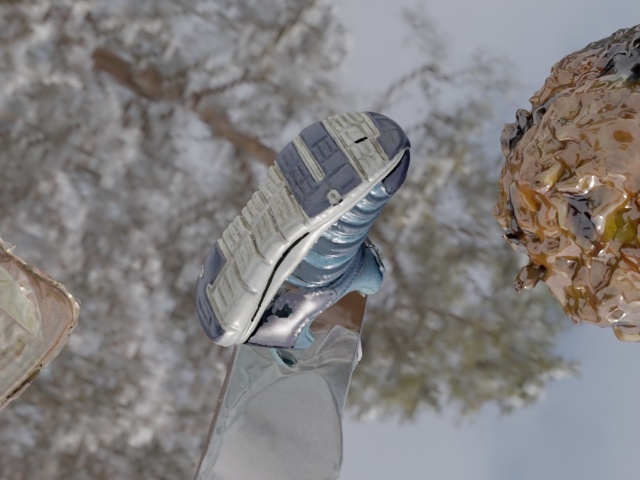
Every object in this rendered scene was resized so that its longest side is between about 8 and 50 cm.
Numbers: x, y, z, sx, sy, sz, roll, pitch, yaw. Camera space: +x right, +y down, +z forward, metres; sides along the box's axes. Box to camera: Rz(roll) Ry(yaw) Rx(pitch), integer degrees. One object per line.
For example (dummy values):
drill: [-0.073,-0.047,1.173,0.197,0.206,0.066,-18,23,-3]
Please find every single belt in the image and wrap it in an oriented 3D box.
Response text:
belt: [-0.038,0.158,1.814,0.339,0.122,0.217,-75,-176,-47]

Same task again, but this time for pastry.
pastry: [0.327,-0.061,1.620,0.337,0.292,0.405,-31,-162,-36]

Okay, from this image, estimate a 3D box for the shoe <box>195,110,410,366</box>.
shoe: [0.000,0.000,1.366,0.207,0.106,0.091,-54,-145,19]

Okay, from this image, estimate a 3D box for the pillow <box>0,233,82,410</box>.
pillow: [-0.255,0.049,1.330,0.135,0.211,0.034,-49,-128,-5]
